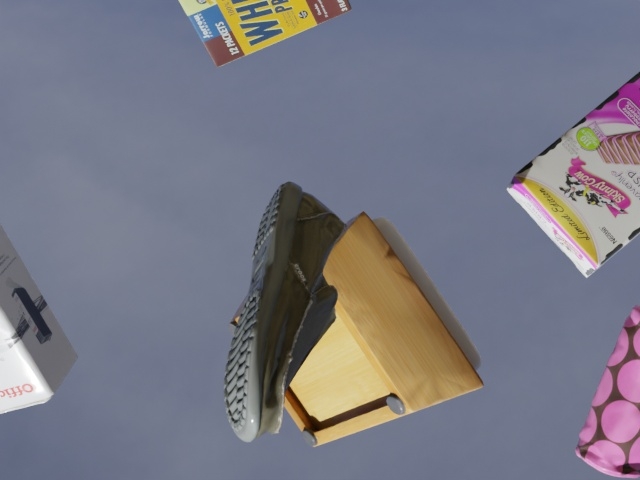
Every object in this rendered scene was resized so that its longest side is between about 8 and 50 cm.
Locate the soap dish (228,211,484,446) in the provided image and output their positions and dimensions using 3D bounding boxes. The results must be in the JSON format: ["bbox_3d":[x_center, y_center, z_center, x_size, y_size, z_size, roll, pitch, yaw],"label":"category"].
[{"bbox_3d":[0.028,0.116,1.323,0.118,0.291,0.229,-34,-90,-33],"label":"soap dish"}]

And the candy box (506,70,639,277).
[{"bbox_3d":[0.379,-0.088,1.467,0.233,0.071,0.159,-40,-101,-8],"label":"candy box"}]

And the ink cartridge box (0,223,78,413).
[{"bbox_3d":[-0.525,0.123,1.733,0.197,0.272,0.114,-16,-158,21],"label":"ink cartridge box"}]

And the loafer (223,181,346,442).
[{"bbox_3d":[-0.024,0.064,1.040,0.087,0.094,0.251,18,-116,-13],"label":"loafer"}]

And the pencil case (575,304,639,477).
[{"bbox_3d":[0.396,0.191,1.419,0.098,0.209,0.095,19,-174,-43],"label":"pencil case"}]

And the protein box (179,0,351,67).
[{"bbox_3d":[-0.086,-0.376,1.567,0.201,0.136,0.199,-21,-140,9],"label":"protein box"}]
